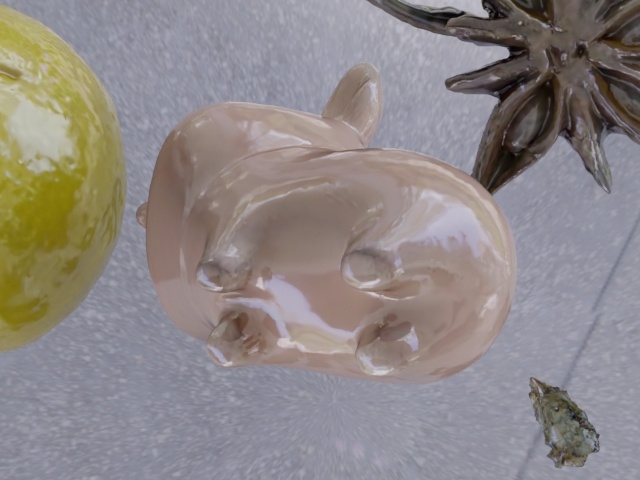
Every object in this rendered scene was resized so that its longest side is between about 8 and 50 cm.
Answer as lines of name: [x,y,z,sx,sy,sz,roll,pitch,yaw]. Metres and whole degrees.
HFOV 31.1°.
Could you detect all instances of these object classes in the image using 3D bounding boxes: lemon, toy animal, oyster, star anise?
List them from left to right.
lemon: [-0.338,-0.060,1.070,0.348,0.348,0.348,0,82,1]
toy animal: [0.000,0.000,0.884,0.326,0.269,0.237,9,110,26]
star anise: [0.222,-0.183,1.102,0.350,0.109,0.292,-12,87,7]
oyster: [0.329,0.244,1.559,0.086,0.029,0.132,-10,91,-10]
